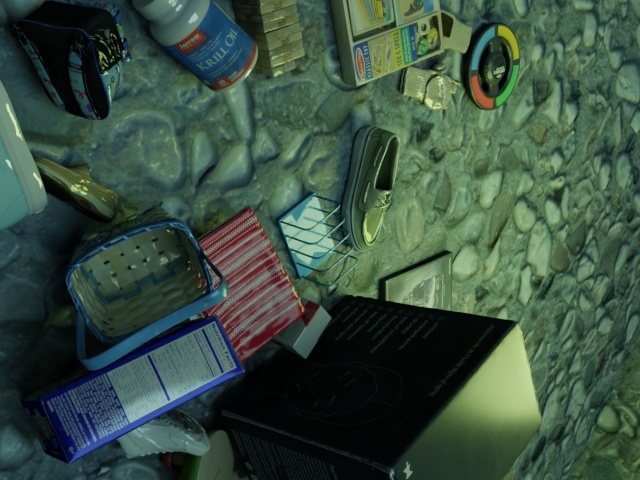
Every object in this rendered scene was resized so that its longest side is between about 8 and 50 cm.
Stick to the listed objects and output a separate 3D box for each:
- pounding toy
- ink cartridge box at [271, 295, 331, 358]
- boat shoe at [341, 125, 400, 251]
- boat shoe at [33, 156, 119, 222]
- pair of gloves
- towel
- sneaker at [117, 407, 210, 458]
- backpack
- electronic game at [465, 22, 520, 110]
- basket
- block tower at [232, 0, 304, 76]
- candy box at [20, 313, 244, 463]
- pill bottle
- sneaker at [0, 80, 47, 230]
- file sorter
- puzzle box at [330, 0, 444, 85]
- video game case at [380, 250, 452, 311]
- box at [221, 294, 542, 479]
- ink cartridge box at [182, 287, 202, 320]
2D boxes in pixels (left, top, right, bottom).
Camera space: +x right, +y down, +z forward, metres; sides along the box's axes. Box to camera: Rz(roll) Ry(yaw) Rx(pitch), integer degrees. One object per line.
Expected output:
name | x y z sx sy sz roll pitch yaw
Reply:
pounding toy | -0.261 0.484 1.683 0.237 0.110 0.182 -9 101 -73
ink cartridge box | -0.069 0.174 1.712 0.109 0.150 0.063 -57 138 -14
boat shoe | 0.119 -0.114 1.837 0.109 0.094 0.302 -10 111 -42
boat shoe | -0.419 -0.101 1.344 0.190 0.068 0.072 45 59 -53
pair of gloves | 0.293 -0.444 1.935 0.204 0.042 0.240 13 95 -46
towel | -0.158 0.095 1.575 0.199 0.031 0.274 -36 117 -18
sneaker | -0.332 0.383 1.548 0.232 0.090 0.115 26 101 -15
backpack | -0.380 -0.285 1.252 0.173 0.158 0.117 82 31 -43
electronic game | 0.458 -0.459 2.087 0.229 0.048 0.229 -17 115 -41
basket | -0.305 0.079 1.328 0.255 0.289 0.201 -28 127 -10
block tower | -0.115 -0.489 1.484 0.091 0.097 0.335 -30 125 -34
candy box | -0.329 0.250 1.360 0.317 0.268 0.122 -24 91 -29
pill bottle | -0.222 -0.373 1.393 0.221 0.124 0.124 38 77 -44
sneaker | -0.535 -0.163 1.151 0.150 0.135 0.366 -40 127 -32
file sorter | 0.000 0.000 1.752 0.118 0.104 0.170 -40 128 -29
puzzle box | 0.136 -0.570 1.704 0.272 0.052 0.408 -27 121 -26
video game case | 0.261 0.156 2.120 0.274 0.026 0.196 -20 117 -40
box | 0.139 0.381 1.699 0.480 0.472 0.297 -38 118 -37
ink cartridge box | -0.210 0.124 1.623 0.171 0.056 0.235 -2 106 -44
